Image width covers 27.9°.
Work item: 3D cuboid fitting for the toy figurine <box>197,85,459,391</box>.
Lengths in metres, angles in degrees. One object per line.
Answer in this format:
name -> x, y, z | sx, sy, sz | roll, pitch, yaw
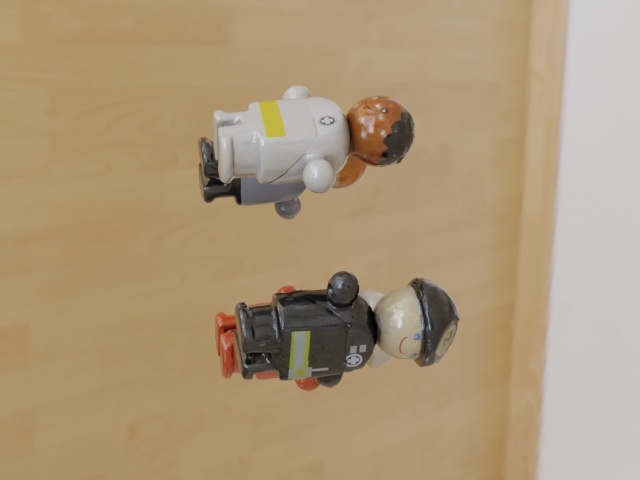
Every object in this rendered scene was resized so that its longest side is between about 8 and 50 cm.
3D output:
toy figurine -> 0.000, 0.000, 0.910 | 0.148, 0.213, 0.209 | -5, 84, -10
